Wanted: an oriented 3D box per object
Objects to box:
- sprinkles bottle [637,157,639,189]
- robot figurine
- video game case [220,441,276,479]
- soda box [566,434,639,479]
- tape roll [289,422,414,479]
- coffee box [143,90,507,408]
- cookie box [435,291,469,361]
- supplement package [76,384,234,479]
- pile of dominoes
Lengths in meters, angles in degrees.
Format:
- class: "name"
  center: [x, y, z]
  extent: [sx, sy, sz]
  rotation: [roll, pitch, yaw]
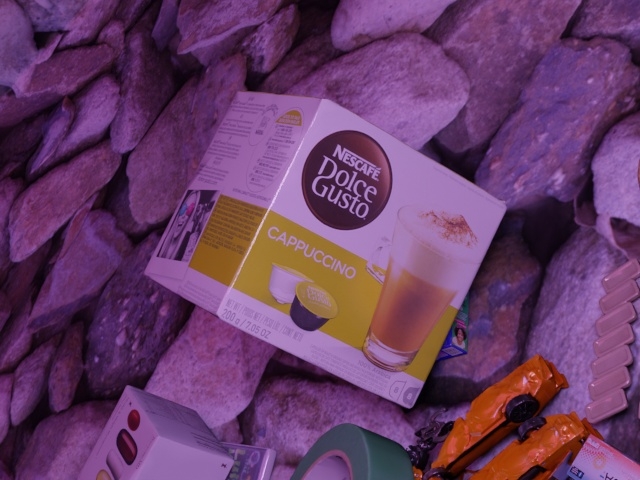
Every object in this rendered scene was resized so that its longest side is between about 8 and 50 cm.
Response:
- class: "sprinkles bottle"
  center: [0.555, -0.053, 1.494]
  extent: [0.355, 0.121, 0.121]
  rotation: [26, 87, 51]
- class: "robot figurine"
  center: [0.227, 0.300, 1.655]
  extent: [0.291, 0.085, 0.211]
  rotation: [-44, 42, 18]
- class: "video game case"
  center: [-0.159, 0.428, 2.034]
  extent: [0.173, 0.022, 0.190]
  rotation: [-2, 66, 46]
- class: "soda box"
  center: [0.390, 0.309, 1.498]
  extent: [0.183, 0.058, 0.063]
  rotation: [33, 93, 51]
- class: "tape roll"
  center: [0.016, 0.418, 1.724]
  extent: [0.321, 0.077, 0.321]
  rotation: [-53, 22, 32]
- class: "coffee box"
  center: [0.000, 0.000, 1.825]
  extent: [0.334, 0.338, 0.338]
  rotation: [-64, 25, -4]
- class: "cookie box"
  center: [0.175, 0.124, 1.849]
  extent: [0.092, 0.040, 0.107]
  rotation: [-21, 53, 40]
- class: "supplement package"
  center: [-0.279, 0.384, 2.055]
  extent: [0.194, 0.149, 0.203]
  rotation: [-62, 29, 4]
- class: "pile of dominoes"
  center: [0.444, 0.123, 1.589]
  extent: [0.196, 0.040, 0.251]
  rotation: [-16, 49, 41]
